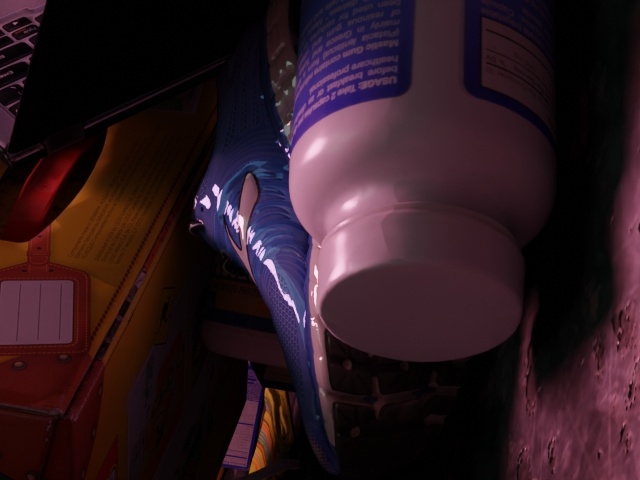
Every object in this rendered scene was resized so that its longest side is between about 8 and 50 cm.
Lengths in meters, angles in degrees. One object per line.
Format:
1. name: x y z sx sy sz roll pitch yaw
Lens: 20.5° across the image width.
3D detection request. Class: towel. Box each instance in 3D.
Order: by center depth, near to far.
1. towel: -0.065 0.262 1.668 0.102 0.021 0.237 -102 25 -64

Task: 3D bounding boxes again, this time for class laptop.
1. laptop: -0.095 -0.240 1.225 0.408 0.382 0.236 39 147 41

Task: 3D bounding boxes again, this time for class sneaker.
1. sneaker: 0.000 0.000 1.142 0.147 0.130 0.330 -35 55 45

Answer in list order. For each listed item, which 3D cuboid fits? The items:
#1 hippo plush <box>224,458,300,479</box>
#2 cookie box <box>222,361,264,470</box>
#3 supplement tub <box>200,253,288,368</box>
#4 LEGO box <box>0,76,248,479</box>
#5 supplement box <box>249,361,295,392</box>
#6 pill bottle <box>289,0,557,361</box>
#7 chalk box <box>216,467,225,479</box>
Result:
1. hippo plush: -0.151 0.284 1.615 0.234 0.294 0.236 -92 -4 -45
2. cookie box: -0.088 0.174 1.811 0.092 0.040 0.107 -162 83 -78
3. supplement tub: -0.002 -0.007 1.284 0.144 0.144 0.199 179 101 -79
4. LEGO box: -0.193 0.105 1.293 0.500 0.193 0.372 -69 -14 -56
5. supplement box: -0.021 0.082 1.525 0.083 0.056 0.083 -135 56 -77
6. pill bottle: 0.060 -0.074 1.022 0.152 0.152 0.272 118 160 -57
7. chalk box: -0.168 0.200 1.954 0.213 0.132 0.132 112 165 -49
